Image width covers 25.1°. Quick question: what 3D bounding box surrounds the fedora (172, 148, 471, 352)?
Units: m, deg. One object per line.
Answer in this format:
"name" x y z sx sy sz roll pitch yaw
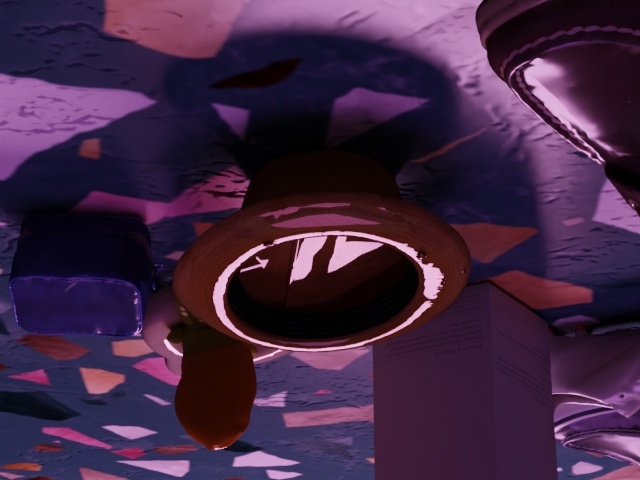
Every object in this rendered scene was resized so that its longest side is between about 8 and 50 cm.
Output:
"fedora" 0.000 0.000 0.887 0.194 0.079 0.194 -1 150 -1

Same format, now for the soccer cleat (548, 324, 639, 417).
"soccer cleat" 0.253 0.097 1.107 0.196 0.076 0.068 -13 153 26

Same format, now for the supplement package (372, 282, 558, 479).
"supplement package" 0.108 0.139 1.075 0.105 0.179 0.105 -15 152 30

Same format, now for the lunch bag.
"lunch bag" -0.153 0.019 0.950 0.098 0.065 0.067 3 141 -4

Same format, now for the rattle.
"rattle" -0.072 0.113 1.080 0.130 0.143 0.200 -11 155 -23

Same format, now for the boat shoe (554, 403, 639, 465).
"boat shoe" 0.339 0.181 1.266 0.301 0.102 0.108 3 156 -8

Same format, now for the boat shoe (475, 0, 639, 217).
"boat shoe" 0.218 -0.039 0.739 0.342 0.123 0.123 21 149 -39
